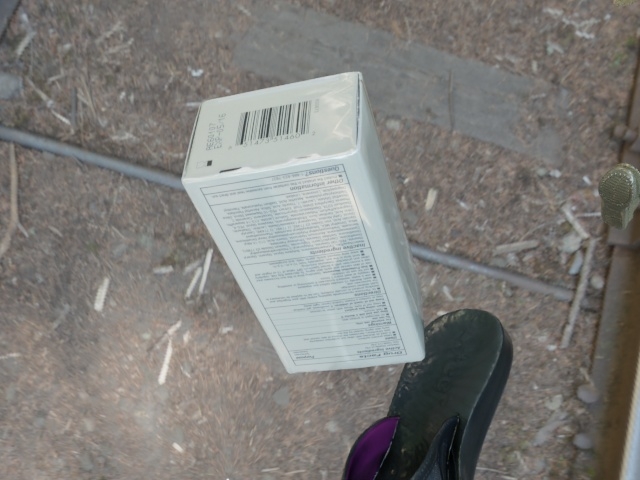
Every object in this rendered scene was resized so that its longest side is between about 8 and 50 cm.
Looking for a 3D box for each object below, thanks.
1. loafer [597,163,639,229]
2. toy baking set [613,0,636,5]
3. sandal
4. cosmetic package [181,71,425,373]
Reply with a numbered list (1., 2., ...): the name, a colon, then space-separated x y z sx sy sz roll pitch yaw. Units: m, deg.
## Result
1. loafer: 0.438 -0.071 1.122 0.056 0.148 0.050 31 73 25
2. toy baking set: 0.393 -0.316 0.807 0.256 0.197 0.030 -7 77 11
3. sandal: 0.087 0.244 0.834 0.107 0.168 0.445 49 47 -30
4. cosmetic package: 0.000 0.000 0.764 0.160 0.309 0.113 -7 48 13
